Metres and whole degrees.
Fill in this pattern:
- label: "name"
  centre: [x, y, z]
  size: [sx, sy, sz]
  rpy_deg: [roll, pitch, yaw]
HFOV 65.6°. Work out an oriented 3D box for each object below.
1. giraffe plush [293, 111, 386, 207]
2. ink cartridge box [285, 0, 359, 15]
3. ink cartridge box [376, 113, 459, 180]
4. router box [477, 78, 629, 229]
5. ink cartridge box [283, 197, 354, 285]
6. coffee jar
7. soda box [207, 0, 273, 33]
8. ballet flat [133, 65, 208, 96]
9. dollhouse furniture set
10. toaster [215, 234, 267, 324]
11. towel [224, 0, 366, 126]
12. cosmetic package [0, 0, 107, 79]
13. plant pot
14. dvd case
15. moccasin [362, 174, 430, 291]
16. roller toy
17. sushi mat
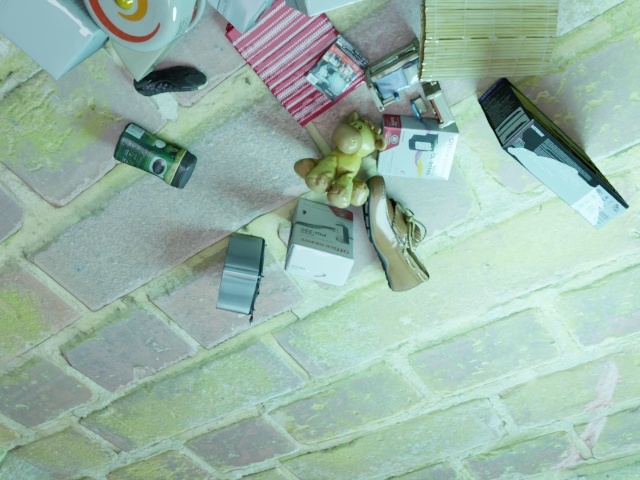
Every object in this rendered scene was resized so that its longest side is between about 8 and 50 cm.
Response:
- label: "giraffe plush"
  centre: [0.065, -0.196, 1.140]
  size: [0.181, 0.210, 0.171]
  rpy_deg: [35, 119, 8]
- label: "ink cartridge box"
  centre: [0.000, -0.496, 0.896]
  size: [0.128, 0.176, 0.128]
  rpy_deg: [-21, 126, -8]
- label: "ink cartridge box"
  centre: [0.226, -0.219, 1.174]
  size: [0.174, 0.072, 0.128]
  rpy_deg: [5, 126, 1]
- label: "router box"
  centre: [0.493, -0.193, 1.072]
  size: [0.308, 0.243, 0.081]
  rpy_deg: [33, 122, -20]
- label: "ink cartridge box"
  centre: [0.000, 0.000, 1.261]
  size: [0.158, 0.218, 0.092]
  rpy_deg: [15, 126, -8]
- label: "coffee jar"
  centre: [-0.402, -0.204, 1.220]
  size: [0.184, 0.079, 0.096]
  rpy_deg: [27, 121, -15]
- label: "soda box"
  centre: [-0.217, -0.533, 0.934]
  size: [0.286, 0.091, 0.098]
  rpy_deg: [41, 119, -15]
- label: "ballet flat"
  centre: [-0.338, -0.360, 1.130]
  size: [0.172, 0.058, 0.049]
  rpy_deg: [-1, 167, 6]
- label: "dollhouse furniture set"
  centre: [0.196, -0.307, 1.075]
  size: [0.129, 0.129, 0.184]
  rpy_deg: [-24, 122, 20]
- label: "toaster"
  centre: [-0.218, 0.102, 1.374]
  size: [0.110, 0.186, 0.168]
  rpy_deg: [11, 127, -10]
- label: "towel"
  centre: [-0.050, -0.405, 1.080]
  size: [0.198, 0.031, 0.275]
  rpy_deg: [-31, 121, 21]
- label: "cosmetic package"
  centre: [-0.513, -0.463, 0.944]
  size: [0.138, 0.224, 0.224]
  rpy_deg: [-36, 117, 26]
- label: "plant pot"
  centre: [-0.373, -0.419, 1.043]
  size: [0.109, 0.109, 0.096]
  rpy_deg: [-37, 113, 26]
- label: "dvd case"
  centre: [0.035, -0.371, 1.079]
  size: [0.087, 0.013, 0.119]
  rpy_deg: [34, 118, -23]
- label: "moccasin"
  centre: [0.204, -0.012, 1.289]
  size: [0.146, 0.139, 0.380]
  rpy_deg: [-16, 124, 14]
- label: "roller toy"
  centre: [-0.311, -0.442, 0.875]
  size: [0.209, 0.146, 0.191]
  rpy_deg: [1, 129, 19]
- label: "sushi mat"
  centre: [0.335, -0.398, 0.982]
  size: [0.316, 0.019, 0.152]
  rpy_deg: [-9, 115, -18]
